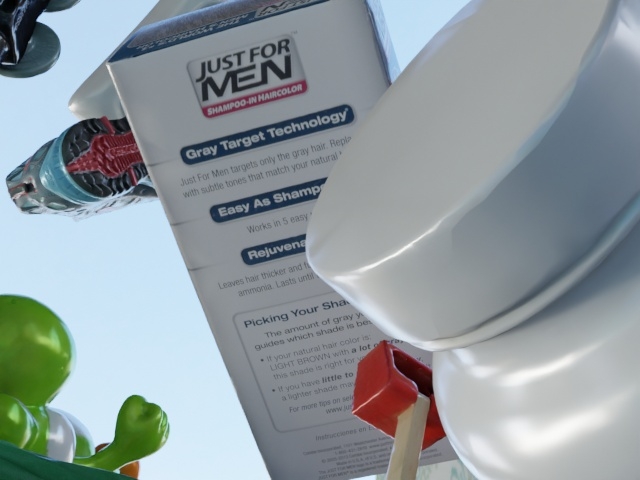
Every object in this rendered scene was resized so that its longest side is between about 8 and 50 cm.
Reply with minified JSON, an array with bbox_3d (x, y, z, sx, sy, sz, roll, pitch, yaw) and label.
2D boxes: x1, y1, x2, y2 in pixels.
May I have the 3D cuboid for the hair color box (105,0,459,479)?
[{"bbox_3d":[0.000,0.000,0.764,0.174,0.105,0.347,-14,-66,11],"label":"hair color box"}]

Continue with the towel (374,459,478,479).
[{"bbox_3d":[0.135,0.306,0.981,0.090,0.374,0.320,4,-80,-19],"label":"towel"}]

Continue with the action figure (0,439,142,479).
[{"bbox_3d":[-0.208,0.196,0.789,0.232,0.137,0.063,22,-67,-4],"label":"action figure"}]

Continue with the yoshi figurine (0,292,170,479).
[{"bbox_3d":[-0.264,0.162,1.005,0.204,0.203,0.362,-31,-18,-13],"label":"yoshi figurine"}]

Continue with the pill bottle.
[{"bbox_3d":[0.202,0.065,0.481,0.408,0.229,0.229,38,-57,-17],"label":"pill bottle"}]

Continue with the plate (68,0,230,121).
[{"bbox_3d":[-0.138,-0.184,1.416,0.278,0.045,0.277,43,-91,-22],"label":"plate"}]

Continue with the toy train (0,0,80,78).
[{"bbox_3d":[-0.317,-0.288,1.018,0.190,0.333,0.142,12,-36,0],"label":"toy train"}]

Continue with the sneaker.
[{"bbox_3d":[-0.235,-0.077,1.146,0.125,0.104,0.262,-21,-4,22],"label":"sneaker"}]

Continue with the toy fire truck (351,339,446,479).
[{"bbox_3d":[0.008,0.154,0.528,0.047,0.192,0.135,34,-58,-17],"label":"toy fire truck"}]
